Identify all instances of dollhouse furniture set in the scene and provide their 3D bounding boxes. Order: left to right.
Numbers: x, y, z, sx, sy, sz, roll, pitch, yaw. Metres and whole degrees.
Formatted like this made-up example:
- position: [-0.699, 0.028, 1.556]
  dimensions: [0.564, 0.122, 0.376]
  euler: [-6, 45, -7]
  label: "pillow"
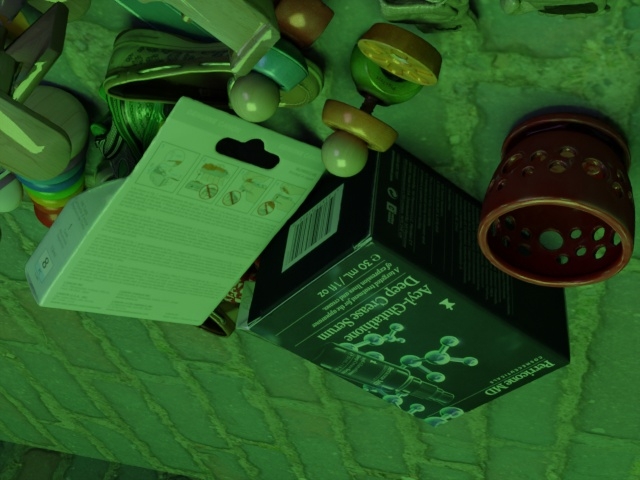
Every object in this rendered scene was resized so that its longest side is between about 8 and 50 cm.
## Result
- position: [-0.275, -0.204, 0.961]
  dimensions: [0.256, 0.362, 0.394]
  euler: [32, 117, -31]
  label: "dollhouse furniture set"

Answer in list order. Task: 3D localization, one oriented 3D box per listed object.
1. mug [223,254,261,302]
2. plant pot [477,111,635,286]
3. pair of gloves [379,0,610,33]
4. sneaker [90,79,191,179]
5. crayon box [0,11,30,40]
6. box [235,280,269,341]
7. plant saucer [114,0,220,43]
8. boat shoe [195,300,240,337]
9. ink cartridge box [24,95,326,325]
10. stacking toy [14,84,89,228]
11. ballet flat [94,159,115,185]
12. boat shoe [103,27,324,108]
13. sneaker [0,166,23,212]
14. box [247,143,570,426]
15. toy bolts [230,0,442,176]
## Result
- position: [-0.170, 0.046, 1.533]
  dimensions: [0.150, 0.113, 0.169]
  euler: [40, 169, 37]
  label: "mug"
- position: [0.309, -0.060, 1.108]
  dimensions: [0.191, 0.174, 0.191]
  euler: [12, 149, 7]
  label: "plant pot"
- position: [0.182, -0.258, 0.896]
  dimensions: [0.240, 0.042, 0.204]
  euler: [3, -175, 29]
  label: "pair of gloves"
- position: [-0.273, -0.137, 1.318]
  dimensions: [0.146, 0.134, 0.343]
  euler: [23, 140, 2]
  label: "sneaker"
- position: [-0.566, -0.315, 1.107]
  dimensions: [0.323, 0.083, 0.203]
  euler: [-17, 141, 4]
  label: "crayon box"
- position: [-0.028, 0.153, 1.588]
  dimensions: [0.169, 0.087, 0.290]
  euler: [5, 167, 17]
  label: "box"
- position: [-0.204, -0.295, 1.121]
  dimensions: [0.192, 0.018, 0.067]
  euler: [32, 145, -26]
  label: "plant saucer"
- position: [-0.298, 0.095, 1.673]
  dimensions: [0.324, 0.119, 0.122]
  euler: [22, 148, -9]
  label: "boat shoe"
- position: [-0.206, -0.042, 1.269]
  dimensions: [0.308, 0.091, 0.385]
  euler: [15, 122, -47]
  label: "ink cartridge box"
- position: [-0.448, -0.109, 1.421]
  dimensions: [0.141, 0.141, 0.330]
  euler: [18, 152, -3]
  label: "stacking toy"
- position: [-0.318, -0.051, 1.508]
  dimensions: [0.086, 0.086, 0.248]
  euler: [-2, 142, 27]
  label: "ballet flat"
- position: [-0.139, -0.207, 1.128]
  dimensions: [0.285, 0.089, 0.104]
  euler: [7, 150, 5]
  label: "boat shoe"
- position: [-0.546, -0.145, 1.349]
  dimensions: [0.161, 0.102, 0.282]
  euler: [14, 143, 43]
  label: "sneaker"
- position: [0.139, 0.081, 1.326]
  dimensions: [0.396, 0.212, 0.293]
  euler: [30, 134, -23]
  label: "box"
- position: [0.009, -0.179, 1.012]
  dimensions: [0.229, 0.158, 0.218]
  euler: [28, 178, -12]
  label: "toy bolts"
